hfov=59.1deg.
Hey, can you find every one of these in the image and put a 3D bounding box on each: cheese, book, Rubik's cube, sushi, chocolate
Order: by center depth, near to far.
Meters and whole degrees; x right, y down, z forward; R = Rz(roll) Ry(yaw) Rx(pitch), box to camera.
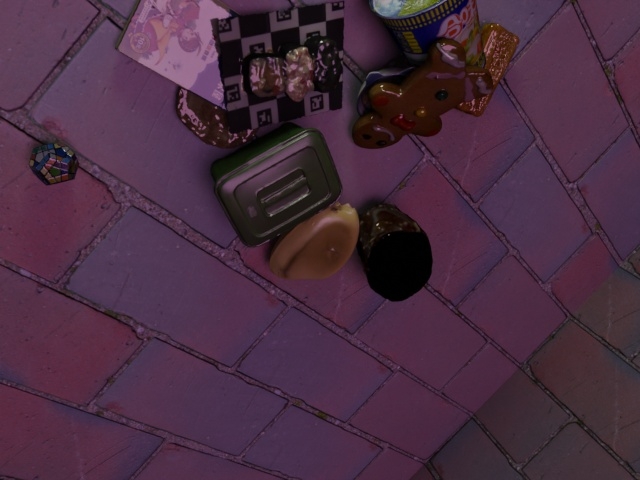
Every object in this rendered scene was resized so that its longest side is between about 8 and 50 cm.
[{"bbox_3d":[-0.636,-0.183,1.350,0.093,0.111,0.111,-52,134,-27],"label":"Rubik's cube"},{"bbox_3d":[-0.297,-0.480,1.368,0.322,0.018,0.228,24,100,-31],"label":"book"},{"bbox_3d":[-0.061,-0.435,1.452,0.373,0.100,0.296,-20,127,-28],"label":"sushi"},{"bbox_3d":[0.000,0.000,1.735,0.259,0.128,0.316,2,134,-39],"label":"cheese"},{"bbox_3d":[0.224,0.023,1.849,0.225,0.210,0.340,-23,136,-3],"label":"chocolate"}]

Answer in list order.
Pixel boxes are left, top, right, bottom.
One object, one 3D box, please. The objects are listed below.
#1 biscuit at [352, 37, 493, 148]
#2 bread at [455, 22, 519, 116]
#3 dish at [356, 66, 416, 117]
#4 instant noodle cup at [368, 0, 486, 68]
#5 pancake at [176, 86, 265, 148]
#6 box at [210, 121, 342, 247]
[{"bbox_3d":[0.263,-0.364,1.579,0.283,0.064,0.432,21,142,-39],"label":"biscuit"},{"bbox_3d":[0.496,-0.525,1.742,0.139,0.077,0.271,13,110,-29],"label":"bread"},{"bbox_3d":[0.211,-0.430,1.620,0.228,0.086,0.236,-9,149,6],"label":"dish"},{"bbox_3d":[0.314,-0.572,1.516,0.284,0.284,0.312,-41,137,0],"label":"instant noodle cup"},{"bbox_3d":[-0.259,-0.352,1.477,0.236,0.042,0.222,1,114,-27],"label":"pancake"},{"bbox_3d":[-0.134,-0.168,1.573,0.328,0.178,0.253,-31,130,-10],"label":"box"}]
